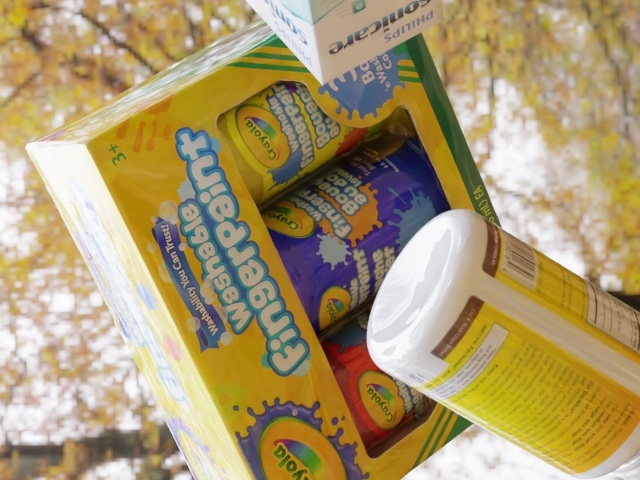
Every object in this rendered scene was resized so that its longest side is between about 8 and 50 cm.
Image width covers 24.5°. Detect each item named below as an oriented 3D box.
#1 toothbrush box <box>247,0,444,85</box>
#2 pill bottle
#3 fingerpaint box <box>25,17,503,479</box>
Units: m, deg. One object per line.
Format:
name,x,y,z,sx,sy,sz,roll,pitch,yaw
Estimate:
toothbrush box,-0.021,-0.303,1.130,0.216,0.126,0.296,50,162,36
pill bottle,0.145,0.077,0.956,0.215,0.117,0.117,31,-130,-16
fingerpaint box,-0.013,0.019,1.446,0.371,0.163,0.445,-32,-72,-27
